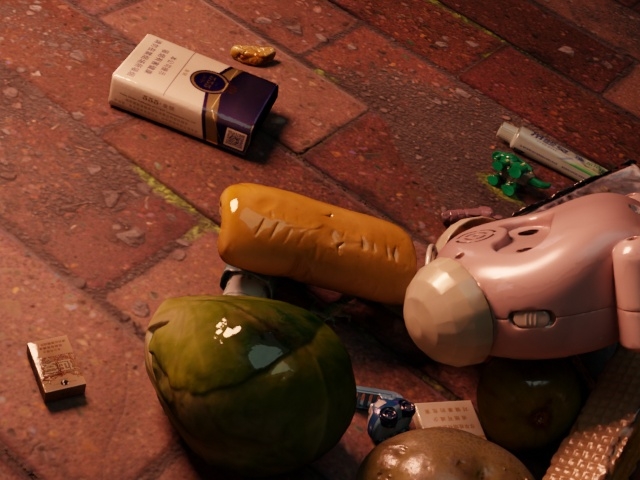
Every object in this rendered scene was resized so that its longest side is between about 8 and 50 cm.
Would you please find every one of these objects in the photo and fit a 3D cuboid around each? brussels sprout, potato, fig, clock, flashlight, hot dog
[{"bbox_3d":[-0.095,0.168,1.188,0.271,0.210,0.219,23,34,27],"label":"brussels sprout"},{"bbox_3d":[0.156,0.315,1.146,0.235,0.160,0.177,18,81,14],"label":"potato"},{"bbox_3d":[0.280,0.198,1.339,0.148,0.142,0.186,-12,35,-10],"label":"fig"},{"bbox_3d":[0.293,0.052,1.325,0.326,0.184,0.342,-10,8,21],"label":"clock"},{"bbox_3d":[0.258,-0.040,1.671,0.110,0.031,0.052,-5,23,-21],"label":"flashlight"},{"bbox_3d":[-0.128,-0.354,1.855,0.090,0.030,0.034,-1,54,-22],"label":"hot dog"}]

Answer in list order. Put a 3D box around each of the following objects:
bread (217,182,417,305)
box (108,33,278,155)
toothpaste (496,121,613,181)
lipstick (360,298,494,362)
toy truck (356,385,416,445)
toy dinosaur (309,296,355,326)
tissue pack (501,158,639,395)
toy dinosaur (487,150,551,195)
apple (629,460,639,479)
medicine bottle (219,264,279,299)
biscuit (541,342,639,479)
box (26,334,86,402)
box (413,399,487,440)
[{"bbox_3d":[0.000,0.000,1.374,0.305,0.091,0.142,15,51,-19],"label":"bread"},{"bbox_3d":[-0.217,-0.256,1.683,0.259,0.071,0.168,20,41,1],"label":"box"},{"bbox_3d":[0.479,-0.149,1.866,0.297,0.048,0.075,28,39,3],"label":"toothpaste"},{"bbox_3d":[0.135,0.098,1.459,0.312,0.051,0.051,32,39,11],"label":"lipstick"},{"bbox_3d":[0.078,0.229,1.298,0.073,0.056,0.090,-17,40,-40],"label":"toy truck"},{"bbox_3d":[0.019,0.097,1.436,0.062,0.021,0.083,15,45,11],"label":"toy dinosaur"},{"bbox_3d":[0.469,0.072,1.497,0.259,0.122,0.361,-24,52,2],"label":"tissue pack"},{"bbox_3d":[0.366,-0.127,1.790,0.132,0.059,0.096,30,36,23],"label":"toy dinosaur"},{"bbox_3d":[0.490,0.319,1.279,0.209,0.164,0.209,3,50,-4],"label":"apple"},{"bbox_3d":[-0.071,0.026,1.432,0.124,0.079,0.258,24,41,-2],"label":"medicine bottle"},{"bbox_3d":[0.349,0.280,1.230,0.094,0.054,0.378,3,48,50],"label":"biscuit"},{"bbox_3d":[-0.336,0.162,1.224,0.053,0.024,0.083,-11,48,-30],"label":"box"},{"bbox_3d":[0.187,0.289,1.293,0.090,0.024,0.167,1,45,-20],"label":"box"}]
